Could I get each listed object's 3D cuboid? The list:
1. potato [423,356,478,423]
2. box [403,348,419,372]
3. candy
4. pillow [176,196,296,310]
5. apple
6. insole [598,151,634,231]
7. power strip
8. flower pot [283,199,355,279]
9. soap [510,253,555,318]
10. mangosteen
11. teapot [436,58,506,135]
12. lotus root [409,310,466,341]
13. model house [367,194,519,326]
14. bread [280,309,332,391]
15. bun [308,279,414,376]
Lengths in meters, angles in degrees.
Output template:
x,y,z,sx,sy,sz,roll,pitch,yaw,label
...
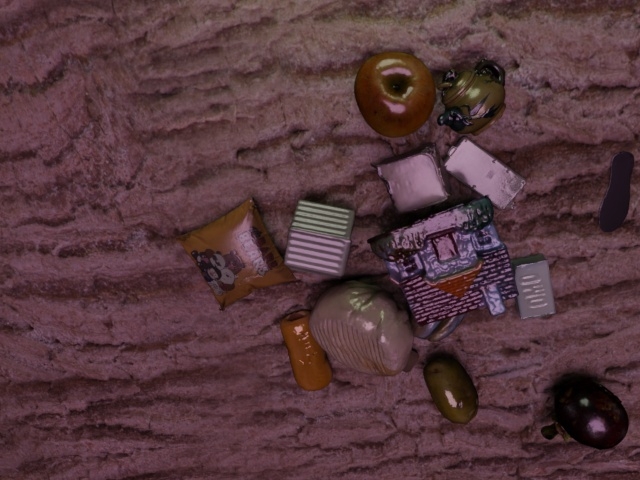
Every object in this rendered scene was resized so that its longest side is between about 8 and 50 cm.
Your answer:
x,y,z,sx,sy,sz,roll,pitch,yaw,label
0.452,0.512,1.670,0.149,0.197,0.228,-23,73,9,potato
0.278,0.407,1.729,0.126,0.031,0.090,24,111,-3,box
0.277,-0.186,1.437,0.195,0.137,0.184,-18,106,28,candy
-0.279,0.055,1.607,0.313,0.119,0.309,-24,103,15,pillow
0.204,-0.402,1.364,0.237,0.207,0.236,0,91,1,apple
0.901,-0.144,1.479,0.086,0.005,0.253,1,111,4,insole
0.495,-0.202,1.476,0.271,0.046,0.118,34,107,-6,power strip
0.000,0.000,1.511,0.190,0.239,0.209,12,82,1,flower pot
0.685,0.150,1.577,0.115,0.063,0.198,-14,108,12,soap
0.876,0.606,1.643,0.231,0.231,0.289,33,115,-7,mangosteen
0.411,-0.404,1.345,0.183,0.173,0.269,39,76,-13,teapot
0.408,0.188,1.581,0.158,0.140,0.322,29,103,-28,lotus root
0.364,0.090,1.419,0.361,0.297,0.338,-20,88,11,model house
-0.052,0.398,1.730,0.142,0.091,0.304,-14,109,5,bread
0.143,0.274,1.585,0.365,0.219,0.365,26,144,21,bun
